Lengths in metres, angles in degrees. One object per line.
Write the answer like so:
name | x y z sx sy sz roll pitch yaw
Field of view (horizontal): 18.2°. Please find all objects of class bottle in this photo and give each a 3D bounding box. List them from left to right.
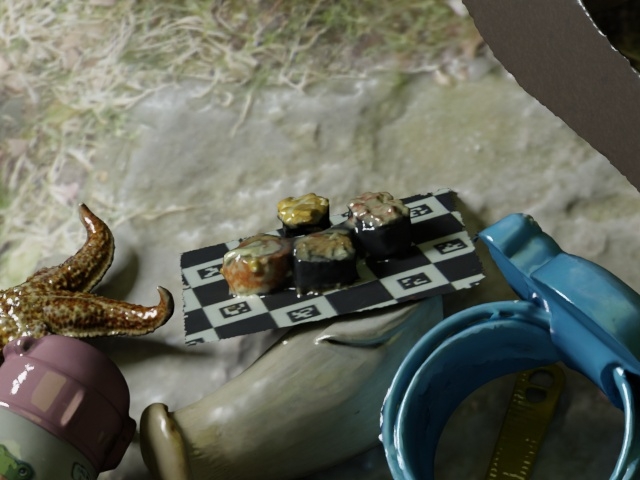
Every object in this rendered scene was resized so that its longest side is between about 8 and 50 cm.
bottle | -0.211 0.176 1.292 0.120 0.120 0.253 21 63 22

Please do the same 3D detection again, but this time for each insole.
insole | 0.190 -0.134 1.499 0.007 0.111 0.328 -20 58 -33

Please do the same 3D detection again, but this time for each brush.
brush | 0.121 0.167 1.336 0.083 0.010 0.218 11 54 16

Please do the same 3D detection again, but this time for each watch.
watch | 0.133 0.112 1.273 0.193 0.211 0.211 -47 59 -7

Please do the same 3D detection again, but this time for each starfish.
starfish | -0.215 0.059 1.434 0.238 0.057 0.213 28 61 26

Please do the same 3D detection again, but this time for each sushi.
sushi | 0.000 0.000 1.406 0.210 0.040 0.192 -13 22 -1

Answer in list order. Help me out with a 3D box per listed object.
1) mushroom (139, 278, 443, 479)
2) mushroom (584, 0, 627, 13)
mushroom | -0.005 0.103 1.351 0.247 0.096 0.108 -32 78 -13
mushroom | 0.207 -0.272 1.576 0.206 0.209 0.206 -8 72 25
